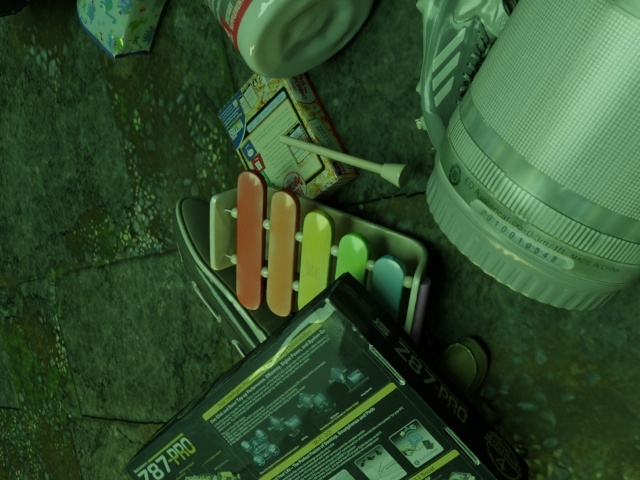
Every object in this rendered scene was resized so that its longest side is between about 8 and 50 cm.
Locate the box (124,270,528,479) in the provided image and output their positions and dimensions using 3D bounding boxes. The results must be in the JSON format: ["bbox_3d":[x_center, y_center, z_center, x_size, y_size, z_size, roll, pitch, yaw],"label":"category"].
[{"bbox_3d":[-0.006,0.277,0.870,0.318,0.097,0.395,46,116,-3],"label":"box"}]

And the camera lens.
[{"bbox_3d":[0.236,-0.106,0.590,0.219,0.219,0.274,46,128,25],"label":"camera lens"}]

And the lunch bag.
[{"bbox_3d":[-0.326,-0.385,1.141,0.151,0.096,0.128,43,128,15],"label":"lunch bag"}]

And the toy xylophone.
[{"bbox_3d":[0.000,0.000,0.898,0.323,0.081,0.236,14,120,31],"label":"toy xylophone"}]

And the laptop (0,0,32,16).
[{"bbox_3d":[-0.550,-0.526,1.287,0.234,0.264,0.136,9,143,43],"label":"laptop"}]

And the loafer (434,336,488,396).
[{"bbox_3d":[0.149,0.176,0.866,0.056,0.050,0.148,44,127,26],"label":"loafer"}]

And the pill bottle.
[{"bbox_3d":[-0.089,-0.367,0.864,0.318,0.176,0.176,57,132,17],"label":"pill bottle"}]

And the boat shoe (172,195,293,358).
[{"bbox_3d":[-0.133,0.084,1.070,0.335,0.112,0.095,53,126,16],"label":"boat shoe"}]

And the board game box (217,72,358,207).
[{"bbox_3d":[-0.049,-0.133,0.978,0.147,0.045,0.193,-35,76,43],"label":"board game box"}]

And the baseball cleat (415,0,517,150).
[{"bbox_3d":[0.154,-0.191,0.753,0.110,0.072,0.205,3,106,37],"label":"baseball cleat"}]
